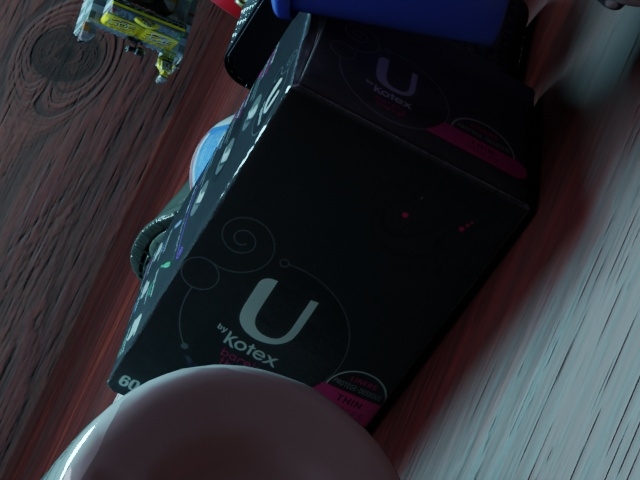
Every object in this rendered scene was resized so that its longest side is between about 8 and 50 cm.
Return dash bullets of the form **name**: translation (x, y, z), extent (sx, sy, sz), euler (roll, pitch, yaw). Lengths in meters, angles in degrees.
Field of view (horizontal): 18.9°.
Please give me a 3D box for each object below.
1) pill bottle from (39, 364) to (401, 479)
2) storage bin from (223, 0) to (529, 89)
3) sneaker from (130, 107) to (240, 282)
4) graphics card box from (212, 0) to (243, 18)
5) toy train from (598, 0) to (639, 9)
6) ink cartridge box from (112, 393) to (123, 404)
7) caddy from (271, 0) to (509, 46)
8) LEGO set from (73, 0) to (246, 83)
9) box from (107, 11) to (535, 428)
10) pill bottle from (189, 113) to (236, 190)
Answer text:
- **pill bottle**: translation (-0.102, 0.222, 1.097), extent (0.361, 0.204, 0.204), euler (-46, 21, 57)
- **storage bin**: translation (0.039, -0.139, 1.329), extent (0.122, 0.180, 0.084), euler (-52, 17, 47)
- **sneaker**: translation (-0.097, -0.046, 2.026), extent (0.286, 0.109, 0.130), euler (-48, 8, 34)
- **graphics card box**: translation (0.027, -0.408, 1.993), extent (0.371, 0.094, 0.233), euler (-52, 1, -38)
- **toy train**: translation (0.198, -0.255, 0.996), extent (0.334, 0.142, 0.190), euler (-74, 6, -49)
- **ink cartridge box**: translation (-0.135, 0.155, 1.738), extent (0.139, 0.082, 0.191), euler (-63, 12, 3)
- **caddy**: translation (0.047, -0.268, 1.064), extent (0.341, 0.179, 0.241), euler (102, -176, -48)
- **LEGO set**: translation (-0.070, -0.229, 1.742), extent (0.255, 0.331, 0.192), euler (-16, 56, 58)
- **box**: translation (0.000, 0.000, 1.231), extent (0.270, 0.165, 0.143), euler (-57, 12, 33)
- **pill bottle**: translation (-0.039, -0.055, 1.657), extent (0.124, 0.124, 0.221), euler (-65, 10, -4)
